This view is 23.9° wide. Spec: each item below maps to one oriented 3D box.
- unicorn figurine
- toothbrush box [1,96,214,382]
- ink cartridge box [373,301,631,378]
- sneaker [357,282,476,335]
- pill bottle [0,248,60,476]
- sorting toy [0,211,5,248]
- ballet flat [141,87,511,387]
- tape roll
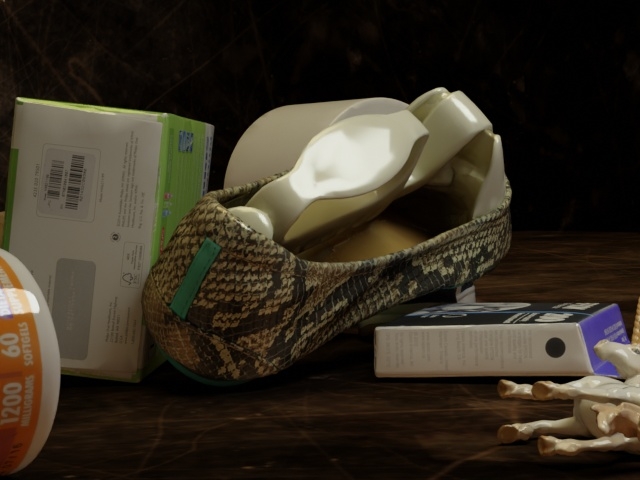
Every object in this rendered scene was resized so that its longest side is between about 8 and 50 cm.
[{"bbox_3d":[0.155,0.087,0.821,0.111,0.060,0.162,-2,18,-13],"label":"unicorn figurine"},{"bbox_3d":[-0.172,-0.006,1.258,0.122,0.206,0.283,6,3,4],"label":"toothbrush box"},{"bbox_3d":[0.168,0.075,1.160,0.208,0.045,0.206,0,2,18],"label":"ink cartridge box"},{"bbox_3d":[0.094,0.009,1.466,0.099,0.153,0.282,-2,2,14],"label":"sneaker"},{"bbox_3d":[-0.244,0.068,0.718,0.216,0.121,0.121,-5,4,-41],"label":"pill bottle"},{"bbox_3d":[-0.279,0.046,1.290,0.046,0.132,0.274,-20,2,3],"label":"sorting toy"},{"bbox_3d":[0.050,-0.030,1.217,0.164,0.182,0.483,38,32,20],"label":"ballet flat"},{"bbox_3d":[0.024,-0.050,1.865,0.246,0.246,0.169,-4,3,-40],"label":"tape roll"}]
